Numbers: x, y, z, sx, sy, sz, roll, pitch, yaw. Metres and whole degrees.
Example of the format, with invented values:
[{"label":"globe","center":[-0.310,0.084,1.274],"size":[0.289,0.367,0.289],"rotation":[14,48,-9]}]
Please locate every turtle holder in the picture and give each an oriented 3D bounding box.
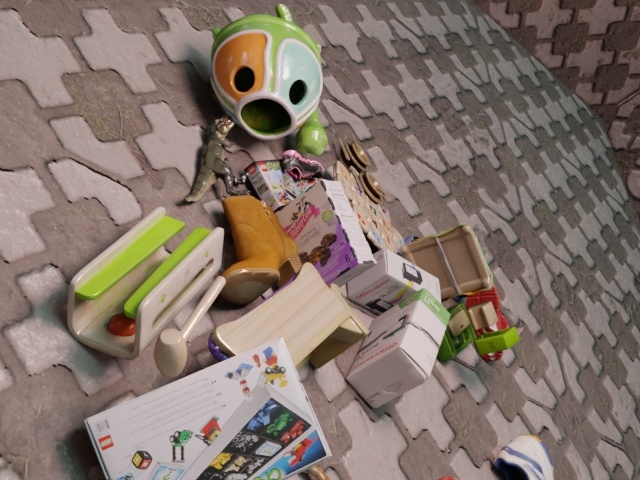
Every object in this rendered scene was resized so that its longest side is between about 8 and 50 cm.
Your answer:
[{"label":"turtle holder","center":[-0.113,-0.322,1.823],"size":[0.320,0.243,0.227],"rotation":[85,1,-53]}]

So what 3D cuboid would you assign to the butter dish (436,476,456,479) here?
[{"label":"butter dish","center":[0.207,0.503,1.562],"size":[0.118,0.160,0.160],"rotation":[38,29,18]}]

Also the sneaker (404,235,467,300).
[{"label":"sneaker","center":[0.314,0.057,2.115],"size":[0.232,0.090,0.081],"rotation":[41,36,-21]}]

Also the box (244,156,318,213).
[{"label":"box","center":[-0.073,-0.122,1.825],"size":[0.114,0.036,0.207],"rotation":[60,29,8]}]

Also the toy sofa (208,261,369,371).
[{"label":"toy sofa","center":[-0.083,0.194,1.446],"size":[0.177,0.150,0.362],"rotation":[50,33,2]}]

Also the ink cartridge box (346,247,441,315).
[{"label":"ink cartridge box","center":[0.160,0.106,1.847],"size":[0.175,0.127,0.072],"rotation":[29,44,-32]}]

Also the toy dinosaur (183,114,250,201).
[{"label":"toy dinosaur","center":[-0.199,-0.137,1.681],"size":[0.118,0.064,0.268],"rotation":[34,41,-22]}]

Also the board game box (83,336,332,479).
[{"label":"board game box","center":[-0.158,0.285,1.198],"size":[0.305,0.053,0.193],"rotation":[-20,83,-21]}]

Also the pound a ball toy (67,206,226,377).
[{"label":"pound a ball toy","center":[-0.244,0.094,1.315],"size":[0.208,0.136,0.319],"rotation":[19,33,11]}]

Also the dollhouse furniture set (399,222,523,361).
[{"label":"dollhouse furniture set","center":[0.335,0.106,1.948],"size":[0.151,0.197,0.302],"rotation":[-26,95,-55]}]

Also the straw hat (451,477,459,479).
[{"label":"straw hat","center":[0.313,0.543,1.711],"size":[0.144,0.061,0.144],"rotation":[31,40,-31]}]

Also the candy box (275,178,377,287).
[{"label":"candy box","center":[0.000,0.000,1.706],"size":[0.070,0.165,0.196],"rotation":[1,59,-53]}]

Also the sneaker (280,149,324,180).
[{"label":"sneaker","center":[-0.039,-0.152,1.830],"size":[0.119,0.047,0.057],"rotation":[21,55,-39]}]

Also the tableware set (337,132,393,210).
[{"label":"tableware set","center":[0.116,-0.177,2.077],"size":[0.128,0.039,0.194],"rotation":[33,29,-50]}]

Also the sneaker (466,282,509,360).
[{"label":"sneaker","center":[0.426,0.184,2.131],"size":[0.128,0.087,0.221],"rotation":[-32,118,-67]}]

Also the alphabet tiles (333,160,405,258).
[{"label":"alphabet tiles","center":[0.119,-0.059,1.980],"size":[0.284,0.021,0.278],"rotation":[49,18,-24]}]

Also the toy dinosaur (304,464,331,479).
[{"label":"toy dinosaur","center":[0.036,0.461,1.436],"size":[0.211,0.064,0.112],"rotation":[51,32,-6]}]

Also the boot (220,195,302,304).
[{"label":"boot","center":[-0.142,0.007,1.581],"size":[0.211,0.104,0.295],"rotation":[59,21,18]}]

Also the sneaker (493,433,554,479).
[{"label":"sneaker","center":[0.483,0.590,1.868],"size":[0.131,0.112,0.296],"rotation":[-18,73,-38]}]

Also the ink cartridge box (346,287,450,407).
[{"label":"ink cartridge box","center":[0.162,0.219,1.719],"size":[0.092,0.160,0.219],"rotation":[47,33,-9]}]
